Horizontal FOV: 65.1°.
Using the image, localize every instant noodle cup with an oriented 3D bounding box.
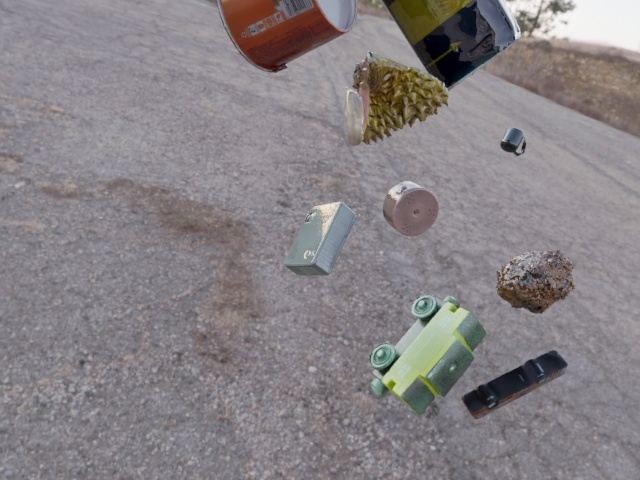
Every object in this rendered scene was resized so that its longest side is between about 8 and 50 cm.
[{"bbox_3d":[-0.055,-0.482,0.997,0.192,0.250,0.250,-5,9,33],"label":"instant noodle cup"}]

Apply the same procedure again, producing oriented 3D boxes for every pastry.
[{"bbox_3d":[0.755,0.148,1.756,0.193,0.275,0.275,63,26,-8],"label":"pastry"}]

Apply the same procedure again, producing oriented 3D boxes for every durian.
[{"bbox_3d":[0.176,-0.312,1.093,0.195,0.186,0.305,1,-3,-3],"label":"durian"}]

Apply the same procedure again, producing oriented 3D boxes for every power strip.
[{"bbox_3d":[0.261,-0.094,1.464,0.154,0.154,0.078,9,18,-21],"label":"power strip"}]

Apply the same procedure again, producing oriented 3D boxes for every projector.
[{"bbox_3d":[0.000,0.000,1.753,0.099,0.257,0.192,38,-25,-30],"label":"projector"}]

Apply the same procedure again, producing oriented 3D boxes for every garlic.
[{"bbox_3d":[0.156,-0.501,2.032,0.110,0.228,0.217,0,43,13],"label":"garlic"}]

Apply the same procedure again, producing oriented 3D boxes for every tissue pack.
[{"bbox_3d":[0.336,-0.654,1.380,0.416,0.253,0.264,54,30,-5],"label":"tissue pack"}]

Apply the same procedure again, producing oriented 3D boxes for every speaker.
[{"bbox_3d":[0.662,-0.330,1.696,0.094,0.075,0.060,33,-15,-2],"label":"speaker"}]

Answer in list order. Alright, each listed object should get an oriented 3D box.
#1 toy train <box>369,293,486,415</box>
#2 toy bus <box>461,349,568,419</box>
[{"bbox_3d":[0.367,0.382,1.722,0.179,0.442,0.272,48,-12,-29],"label":"toy train"},{"bbox_3d":[0.726,0.540,1.878,0.408,0.092,0.093,-24,47,-5],"label":"toy bus"}]
